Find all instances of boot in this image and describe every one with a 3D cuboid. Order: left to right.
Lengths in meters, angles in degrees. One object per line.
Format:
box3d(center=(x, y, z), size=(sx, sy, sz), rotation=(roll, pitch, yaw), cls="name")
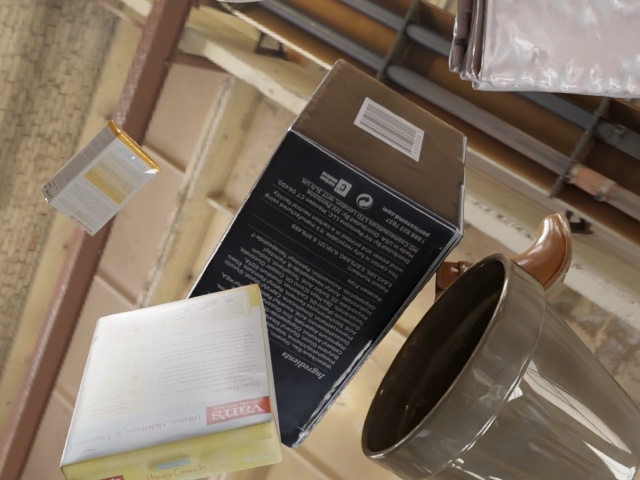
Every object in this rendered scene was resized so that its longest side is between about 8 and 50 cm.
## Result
box3d(center=(0.309, 0.061, 1.423), size=(0.220, 0.109, 0.283), rotation=(10, -114, 11), cls="boot")

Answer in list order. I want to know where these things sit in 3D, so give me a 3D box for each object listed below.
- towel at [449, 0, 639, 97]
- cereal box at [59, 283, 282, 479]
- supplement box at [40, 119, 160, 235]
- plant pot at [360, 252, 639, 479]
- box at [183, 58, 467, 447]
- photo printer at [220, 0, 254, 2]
box3d(center=(0.232, -0.265, 0.618), size=(0.053, 0.332, 0.316), rotation=(13, -77, 56), cls="towel")
box3d(center=(-0.130, 0.128, 0.759), size=(0.173, 0.240, 0.047), rotation=(-11, -64, -1), cls="cereal box")
box3d(center=(-0.217, -0.061, 0.820), size=(0.098, 0.062, 0.036), rotation=(-44, -138, 0), cls="supplement box")
box3d(center=(0.258, 0.222, 1.093), size=(0.280, 0.323, 0.323), rotation=(34, -65, -3), cls="plant pot")
box3d(center=(0.000, 0.000, 1.427), size=(0.298, 0.480, 0.471), rotation=(30, -65, -4), cls="box")
box3d(center=(-0.110, -0.480, 1.239), size=(0.307, 0.256, 0.107), rotation=(51, -30, 25), cls="photo printer")
